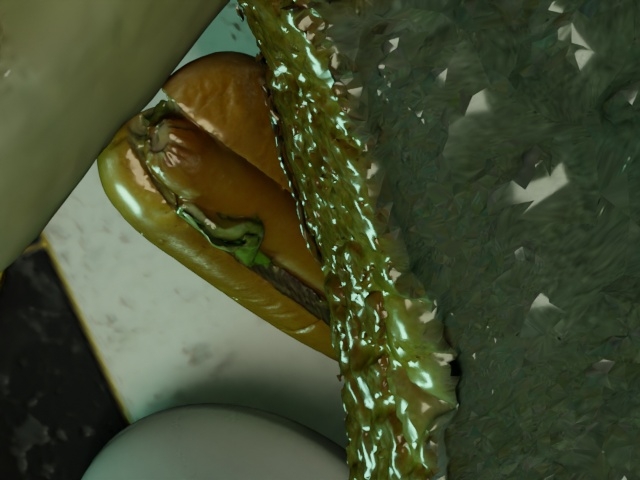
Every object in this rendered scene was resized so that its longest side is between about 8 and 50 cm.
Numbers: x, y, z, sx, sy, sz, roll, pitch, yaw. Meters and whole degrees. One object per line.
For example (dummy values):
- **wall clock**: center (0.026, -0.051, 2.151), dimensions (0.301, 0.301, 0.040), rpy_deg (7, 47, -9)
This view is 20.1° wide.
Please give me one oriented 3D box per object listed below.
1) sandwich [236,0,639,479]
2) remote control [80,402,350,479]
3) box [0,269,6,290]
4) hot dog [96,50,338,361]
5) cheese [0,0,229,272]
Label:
- **sandwich**: center (0.121, -0.015, 0.743), dimensions (0.271, 0.099, 0.301), rpy_deg (-18, 119, -10)
- **remote control**: center (-0.039, 0.237, 0.938), dimensions (0.221, 0.103, 0.332), rpy_deg (14, 117, 22)
- **box**: center (-0.219, 0.059, 0.931), dimensions (0.087, 0.023, 0.155), rpy_deg (19, 113, -1)
- **hot dog**: center (0.000, 0.000, 0.812), dimensions (0.100, 0.068, 0.249), rpy_deg (-38, 141, 15)
- **cheese**: center (-0.160, -0.185, 0.744), dimensions (0.328, 0.129, 0.351), rpy_deg (-45, 63, -12)
